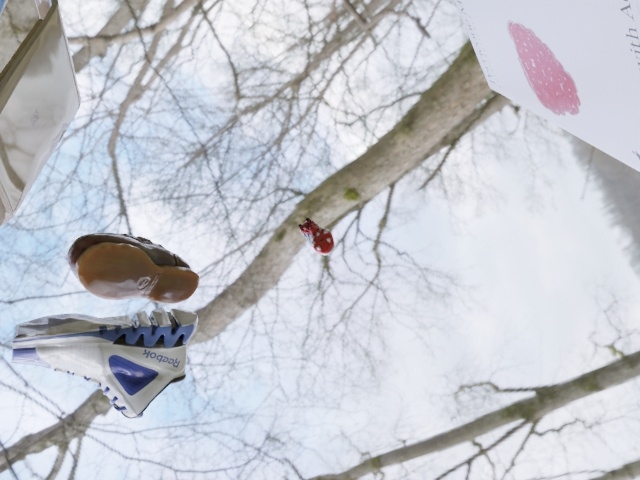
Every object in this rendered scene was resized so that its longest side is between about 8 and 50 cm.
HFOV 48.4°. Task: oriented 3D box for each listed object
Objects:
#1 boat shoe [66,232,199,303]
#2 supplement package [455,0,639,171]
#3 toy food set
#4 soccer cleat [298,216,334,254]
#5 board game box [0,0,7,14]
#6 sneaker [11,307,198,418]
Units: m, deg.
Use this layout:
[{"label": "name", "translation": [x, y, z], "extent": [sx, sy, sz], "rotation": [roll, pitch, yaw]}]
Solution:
[{"label": "boat shoe", "translation": [-0.229, 0.029, 0.846], "extent": [0.073, 0.073, 0.207], "rotation": [40, -177, 26]}, {"label": "supplement package", "translation": [0.203, -0.167, 0.410], "extent": [0.177, 0.175, 0.293], "rotation": [58, -178, -28]}, {"label": "toy food set", "translation": [-0.443, -0.187, 0.997], "extent": [0.092, 0.219, 0.306], "rotation": [18, -119, 0]}, {"label": "soccer cleat", "translation": [0.000, 0.000, 0.863], "extent": [0.035, 0.029, 0.083], "rotation": [51, 175, -33]}, {"label": "board game box", "translation": [-0.256, -0.157, 0.406], "extent": [0.039, 0.160, 0.211], "rotation": [83, -171, -54]}, {"label": "sneaker", "translation": [-0.371, 0.224, 1.242], "extent": [0.316, 0.127, 0.182], "rotation": [-1, -81, -16]}]
